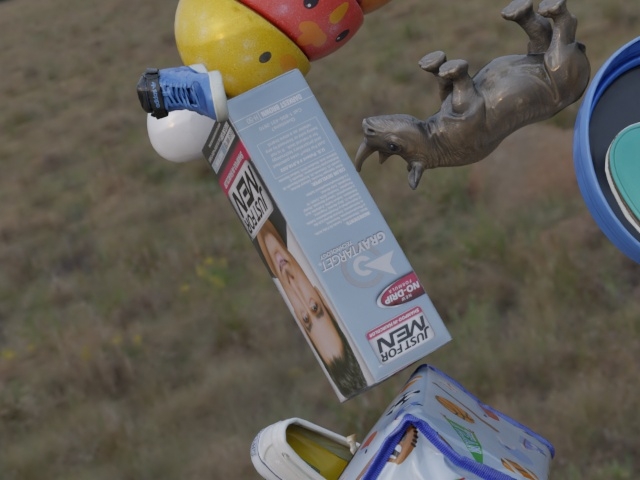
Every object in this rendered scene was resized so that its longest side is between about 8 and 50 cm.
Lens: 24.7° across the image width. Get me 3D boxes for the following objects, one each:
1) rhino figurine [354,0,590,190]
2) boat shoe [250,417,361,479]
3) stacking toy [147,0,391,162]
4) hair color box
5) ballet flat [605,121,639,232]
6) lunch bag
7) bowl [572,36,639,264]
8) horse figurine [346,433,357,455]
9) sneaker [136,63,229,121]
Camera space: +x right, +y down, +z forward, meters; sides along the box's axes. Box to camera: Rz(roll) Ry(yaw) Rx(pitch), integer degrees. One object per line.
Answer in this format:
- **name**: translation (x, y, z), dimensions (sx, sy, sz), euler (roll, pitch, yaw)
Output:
- **rhino figurine**: translation (0.137, -0.124, 1.337), dimensions (0.243, 0.106, 0.073), euler (-31, 26, 10)
- **boat shoe**: translation (0.074, 0.392, 2.413), dimensions (0.156, 0.367, 0.135), euler (-41, 20, 52)
- **stacking toy**: translation (-0.086, -0.314, 2.080), dimensions (0.479, 0.351, 0.350), euler (-59, 20, -4)
- **hair color box**: translation (0.000, 0.000, 1.786), dimensions (0.114, 0.374, 0.185), euler (-28, -7, -17)
- **ballet flat**: translation (0.487, 0.005, 1.635), dimensions (0.139, 0.139, 0.400), euler (-25, 47, -31)
- **lunch bag**: translation (0.091, 0.370, 1.611), dimensions (0.385, 0.239, 0.328), euler (-57, -6, 7)
- **bowl**: translation (0.555, -0.124, 2.173), dimensions (0.391, 0.391, 0.077), euler (-22, -7, -20)
- **horse figurine**: translation (0.123, 0.316, 1.924), dimensions (0.066, 0.174, 0.263), euler (-31, -13, 23)
- **sneaker**: translation (-0.151, -0.154, 1.562), dimensions (0.085, 0.058, 0.152), euler (-13, 21, -13)
